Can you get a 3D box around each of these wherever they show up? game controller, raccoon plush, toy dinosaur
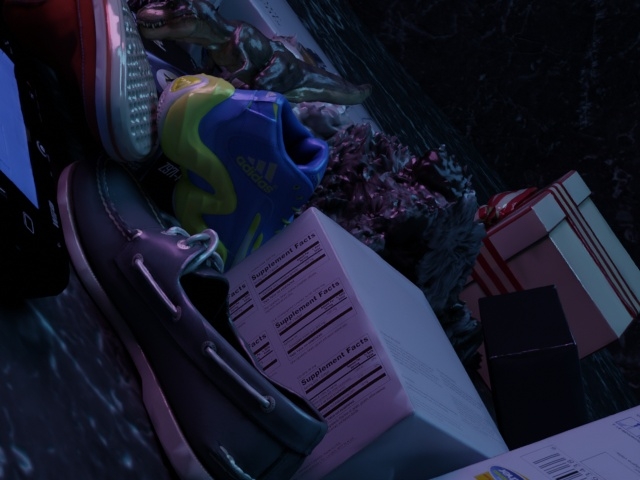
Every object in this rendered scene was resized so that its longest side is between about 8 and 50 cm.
[{"bbox_3d":[-0.240,-0.098,0.875,0.166,0.067,0.319,41,18,-41],"label":"game controller"},{"bbox_3d":[0.000,0.000,1.374,0.299,0.216,0.446,46,-23,35],"label":"raccoon plush"},{"bbox_3d":[-0.043,-0.124,1.121,0.268,0.064,0.118,19,72,-44],"label":"toy dinosaur"}]

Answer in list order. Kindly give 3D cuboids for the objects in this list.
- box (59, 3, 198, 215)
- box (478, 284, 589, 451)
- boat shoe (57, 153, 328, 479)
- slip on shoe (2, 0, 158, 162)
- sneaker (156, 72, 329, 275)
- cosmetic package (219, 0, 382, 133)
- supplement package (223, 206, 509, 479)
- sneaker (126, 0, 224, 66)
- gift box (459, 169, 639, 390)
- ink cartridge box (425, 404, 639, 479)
[{"bbox_3d":[-0.161,-0.126,1.188,0.147,0.077,0.180,36,22,-50],"label":"box"},{"bbox_3d":[0.255,0.209,1.488,0.184,0.103,0.261,-89,167,-73],"label":"box"},{"bbox_3d":[-0.093,0.045,0.937,0.116,0.099,0.319,28,27,-54],"label":"boat shoe"},{"bbox_3d":[-0.203,-0.174,1.057,0.123,0.101,0.331,76,-9,-48],"label":"slip on shoe"},{"bbox_3d":[-0.051,-0.023,1.043,0.091,0.126,0.240,-71,156,-47],"label":"sneaker"},{"bbox_3d":[-0.051,-0.240,1.823,0.377,0.097,0.284,54,11,3],"label":"cosmetic package"},{"bbox_3d":[0.022,0.122,1.023,0.194,0.149,0.203,37,21,-50],"label":"supplement package"},{"bbox_3d":[-0.172,-0.238,1.340,0.121,0.079,0.217,31,-15,-3],"label":"sneaker"},{"bbox_3d":[0.292,0.064,1.905,0.258,0.276,0.255,57,26,1],"label":"gift box"},{"bbox_3d":[0.222,0.269,0.923,0.395,0.151,0.270,-7,30,-43],"label":"ink cartridge box"}]
